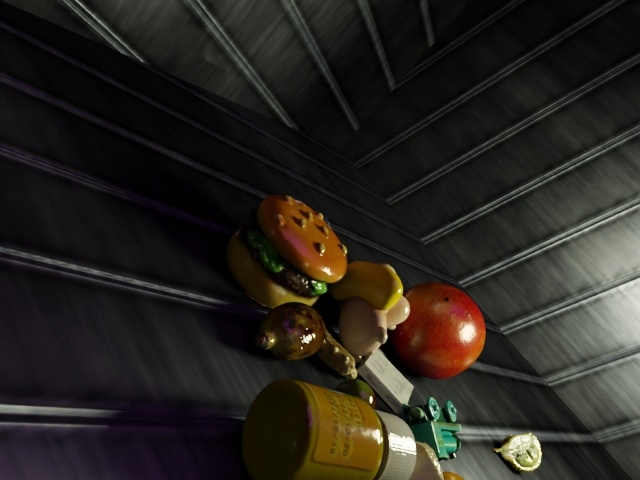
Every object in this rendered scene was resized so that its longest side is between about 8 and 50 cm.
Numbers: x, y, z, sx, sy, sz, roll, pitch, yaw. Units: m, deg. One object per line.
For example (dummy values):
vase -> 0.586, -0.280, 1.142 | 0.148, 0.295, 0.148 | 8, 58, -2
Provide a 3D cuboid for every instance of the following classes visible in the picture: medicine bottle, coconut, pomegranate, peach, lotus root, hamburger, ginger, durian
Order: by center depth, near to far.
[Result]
medicine bottle -> 0.032, 0.460, 1.229 | 0.384, 0.224, 0.224 | 27, 25, -37
coconut -> 0.238, 0.616, 1.437 | 0.147, 0.152, 0.147 | 162, -90, -87
pomegranate -> 0.082, 0.453, 1.492 | 0.129, 0.129, 0.159 | 51, 28, 21
lotus root -> -0.081, 0.260, 1.545 | 0.169, 0.141, 0.314 | 45, 20, 18
ginger -> 0.042, 0.355, 1.672 | 0.205, 0.081, 0.115 | 44, 8, 2
hamburger -> -0.093, 0.031, 1.794 | 0.396, 0.277, 0.396 | 38, 21, -18
medicine bottle -> 0.224, 0.469, 1.838 | 0.201, 0.052, 0.171 | 46, 20, 6
peach -> 0.433, 0.349, 2.068 | 0.388, 0.388, 0.388 | 37, 20, -16
durian -> 0.758, 0.828, 2.090 | 0.208, 0.102, 0.146 | 9, 50, -17

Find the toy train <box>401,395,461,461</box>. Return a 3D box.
toy train -> 0.366, 0.610, 1.723 | 0.298, 0.120, 0.194 | 29, 43, -52

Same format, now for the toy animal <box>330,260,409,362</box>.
toy animal -> 0.208, 0.228, 1.859 | 0.247, 0.277, 0.345 | 21, 51, -44

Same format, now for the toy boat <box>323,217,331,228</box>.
toy boat -> 0.000, 0.000, 2.326 | 0.238, 0.109, 0.098 | -89, 175, -55

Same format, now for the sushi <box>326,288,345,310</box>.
sushi -> 0.079, 0.189, 2.043 | 0.332, 0.130, 0.124 | 48, 15, -3

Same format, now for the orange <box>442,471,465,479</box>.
orange -> 0.364, 0.717, 1.492 | 0.156, 0.124, 0.156 | 40, 21, -19
